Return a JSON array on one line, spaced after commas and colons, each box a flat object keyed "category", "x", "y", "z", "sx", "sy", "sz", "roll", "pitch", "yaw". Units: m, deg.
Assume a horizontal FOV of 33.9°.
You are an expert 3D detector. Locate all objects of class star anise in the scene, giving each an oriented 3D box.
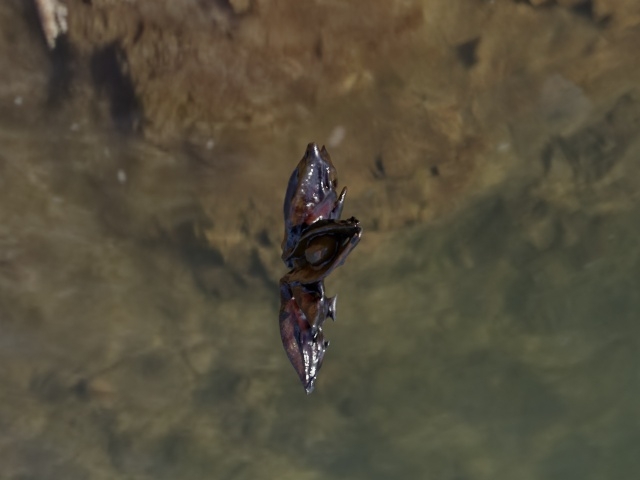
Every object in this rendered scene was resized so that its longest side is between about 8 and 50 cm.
[{"category": "star anise", "x": -0.004, "y": -0.001, "z": 0.846, "sx": 0.053, "sy": 0.213, "sz": 0.157, "roll": 5, "pitch": 149, "yaw": -8}]
